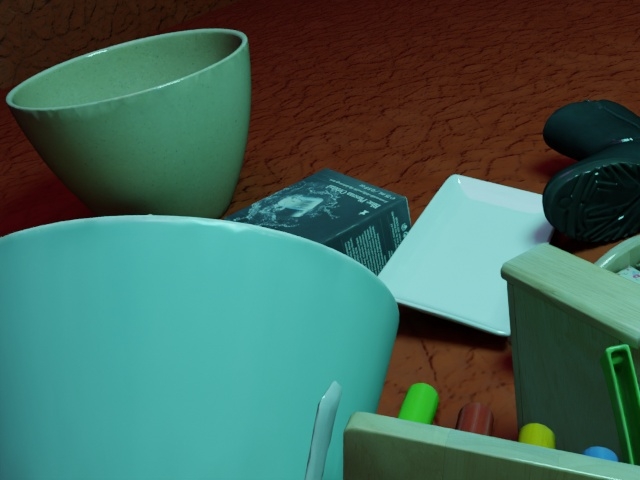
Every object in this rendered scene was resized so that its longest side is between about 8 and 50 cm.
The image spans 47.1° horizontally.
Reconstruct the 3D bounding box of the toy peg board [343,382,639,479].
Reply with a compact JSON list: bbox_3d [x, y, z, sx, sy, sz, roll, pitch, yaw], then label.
[{"bbox_3d":[0.100,0.163,0.422,0.161,0.161,0.079,7,25,17],"label":"toy peg board"}]

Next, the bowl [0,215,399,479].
[{"bbox_3d":[-0.096,0.130,0.488,0.311,0.311,0.163,-8,61,9],"label":"bowl"}]

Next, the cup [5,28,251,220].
[{"bbox_3d":[-0.240,-0.139,1.052,0.331,0.237,0.331,-9,28,5],"label":"cup"}]

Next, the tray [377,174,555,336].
[{"bbox_3d":[0.169,0.012,0.805,0.145,0.030,0.270,16,37,21],"label":"tray"}]

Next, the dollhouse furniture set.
[{"bbox_3d":[0.324,0.047,0.548,0.355,0.174,0.303,-24,31,-21],"label":"dollhouse furniture set"}]

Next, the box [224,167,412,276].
[{"bbox_3d":[0.000,0.000,0.852,0.158,0.093,0.156,-29,32,-26],"label":"box"}]

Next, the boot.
[{"bbox_3d":[0.325,-0.093,0.879,0.246,0.094,0.207,-12,30,-16],"label":"boot"}]

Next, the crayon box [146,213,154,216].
[{"bbox_3d":[-0.197,0.071,0.812,0.165,0.081,0.278,-27,32,-25],"label":"crayon box"}]

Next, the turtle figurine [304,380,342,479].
[{"bbox_3d":[0.061,0.201,0.244,0.198,0.274,0.266,22,31,-8],"label":"turtle figurine"}]

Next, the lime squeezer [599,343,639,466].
[{"bbox_3d":[0.207,0.214,0.375,0.059,0.110,0.310,-3,56,-17],"label":"lime squeezer"}]
